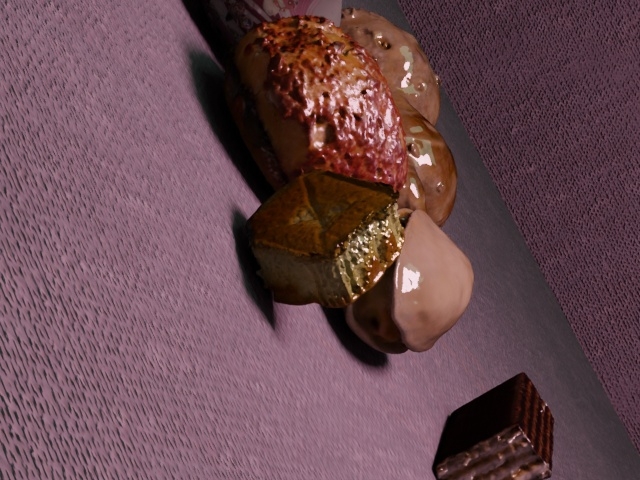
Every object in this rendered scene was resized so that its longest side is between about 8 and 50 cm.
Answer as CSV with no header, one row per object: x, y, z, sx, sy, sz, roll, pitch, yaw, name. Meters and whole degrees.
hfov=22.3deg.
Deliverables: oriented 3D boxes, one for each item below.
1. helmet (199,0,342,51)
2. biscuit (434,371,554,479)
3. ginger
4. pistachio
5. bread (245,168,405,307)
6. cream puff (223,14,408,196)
-0.070,-0.250,1.776,0.177,0.107,0.153,33,-14,-4,helmet
0.190,0.218,1.748,0.070,0.106,0.252,58,12,-3,biscuit
0.074,-0.115,1.924,0.375,0.176,0.256,-104,176,-52,ginger
0.085,0.047,1.674,0.223,0.126,0.152,-34,120,-66,pistachio
0.000,0.000,1.442,0.128,0.140,0.069,-44,130,-35,bread
0.000,-0.124,1.659,0.240,0.164,0.240,54,19,-28,cream puff
